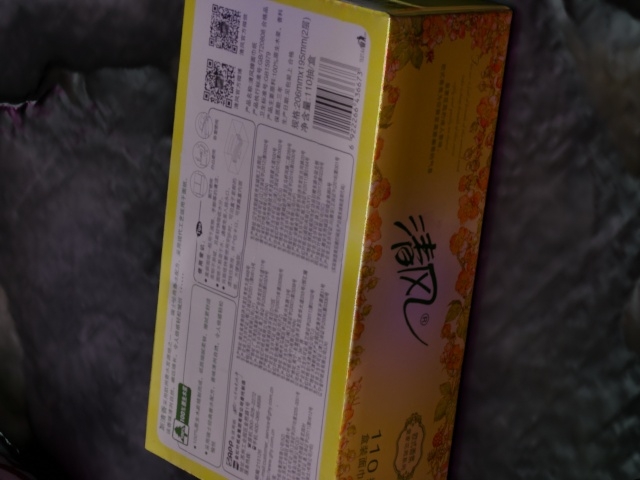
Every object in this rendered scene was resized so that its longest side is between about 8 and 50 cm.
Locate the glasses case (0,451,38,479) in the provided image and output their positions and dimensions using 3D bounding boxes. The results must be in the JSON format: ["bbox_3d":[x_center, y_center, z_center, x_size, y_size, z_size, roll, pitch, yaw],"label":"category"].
[{"bbox_3d":[-0.088,0.242,0.760,0.354,0.085,0.137,56,129,22],"label":"glasses case"}]

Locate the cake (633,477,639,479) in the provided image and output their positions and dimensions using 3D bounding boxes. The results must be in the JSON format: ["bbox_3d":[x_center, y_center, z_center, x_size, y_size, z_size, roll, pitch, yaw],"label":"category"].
[{"bbox_3d":[0.149,0.205,0.464,0.293,0.196,0.198,31,119,30],"label":"cake"}]

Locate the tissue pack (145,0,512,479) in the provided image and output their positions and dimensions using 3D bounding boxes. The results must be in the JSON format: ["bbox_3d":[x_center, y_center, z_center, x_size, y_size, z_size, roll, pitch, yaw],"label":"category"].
[{"bbox_3d":[0.000,0.000,0.649,0.095,0.062,0.176,20,112,42],"label":"tissue pack"}]
